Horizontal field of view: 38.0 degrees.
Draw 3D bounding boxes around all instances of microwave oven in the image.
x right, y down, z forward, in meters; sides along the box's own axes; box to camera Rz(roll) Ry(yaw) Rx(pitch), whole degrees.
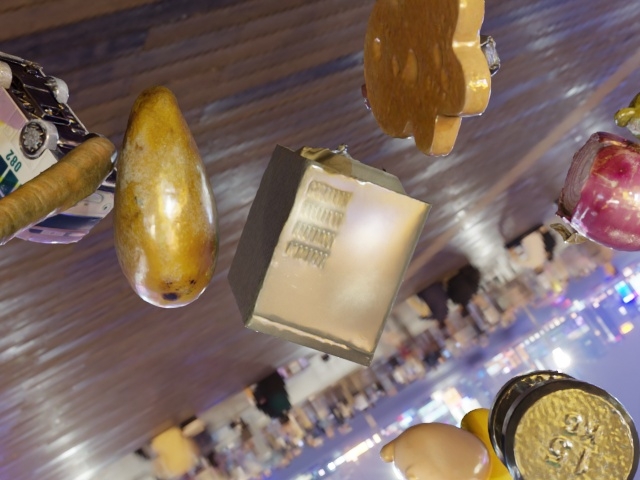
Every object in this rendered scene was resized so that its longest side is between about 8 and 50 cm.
[{"bbox_3d":[0.000,0.000,1.763,0.432,0.236,0.374,-140,-110,-76],"label":"microwave oven"}]

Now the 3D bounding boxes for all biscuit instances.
[{"bbox_3d":[0.144,-0.252,1.303,0.052,0.275,0.355,-7,-179,-16],"label":"biscuit"}]

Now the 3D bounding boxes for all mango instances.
[{"bbox_3d":[-0.216,-0.065,1.300,0.146,0.316,0.193,-2,174,-8],"label":"mango"}]

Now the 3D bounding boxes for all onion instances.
[{"bbox_3d":[0.465,-0.067,1.415,0.200,0.200,0.207,-33,171,0],"label":"onion"}]

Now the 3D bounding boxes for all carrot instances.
[{"bbox_3d":[-0.358,-0.056,1.207,0.070,0.070,0.342,-40,-172,29],"label":"carrot"}]

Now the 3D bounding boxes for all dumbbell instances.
[{"bbox_3d":[0.388,0.320,1.531,0.203,0.204,0.322,-34,173,2],"label":"dumbbell"}]

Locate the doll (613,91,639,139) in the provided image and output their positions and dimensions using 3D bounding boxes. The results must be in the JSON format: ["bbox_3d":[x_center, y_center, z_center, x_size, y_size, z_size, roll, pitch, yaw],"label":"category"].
[{"bbox_3d":[0.487,-0.175,1.174,0.137,0.097,0.209,16,150,-39],"label":"doll"}]

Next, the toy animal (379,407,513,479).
[{"bbox_3d":[0.288,0.517,1.886,0.345,0.277,0.247,-2,132,-38],"label":"toy animal"}]

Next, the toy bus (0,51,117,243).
[{"bbox_3d":[-0.641,-0.197,2.047,0.249,0.440,0.209,-49,156,17],"label":"toy bus"}]

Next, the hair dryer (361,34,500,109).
[{"bbox_3d":[0.195,-0.302,1.888,0.312,0.123,0.340,-17,-160,27],"label":"hair dryer"}]
